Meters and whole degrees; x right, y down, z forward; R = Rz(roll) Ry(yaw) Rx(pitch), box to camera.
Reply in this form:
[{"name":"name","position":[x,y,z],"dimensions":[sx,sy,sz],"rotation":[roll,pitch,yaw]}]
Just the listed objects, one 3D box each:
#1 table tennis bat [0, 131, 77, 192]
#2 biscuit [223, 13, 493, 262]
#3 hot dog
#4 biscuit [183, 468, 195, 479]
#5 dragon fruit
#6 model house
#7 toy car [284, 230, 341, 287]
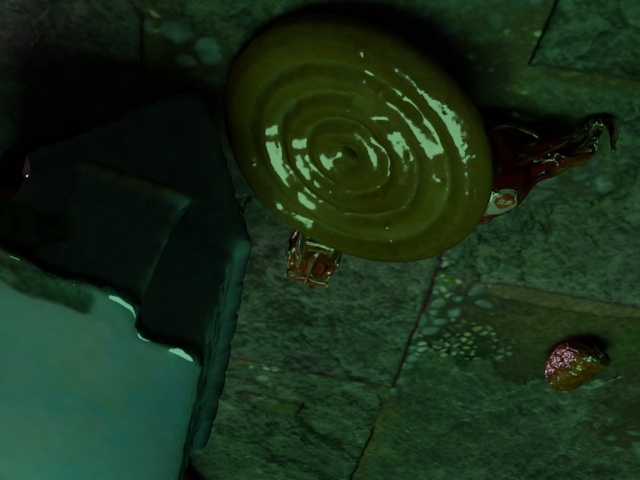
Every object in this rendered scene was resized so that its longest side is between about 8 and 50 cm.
[{"name":"table tennis bat","position":[-0.296,-0.005,1.310],"dimensions":[0.131,0.022,0.234],"rotation":[14,112,-44]},{"name":"biscuit","position":[0.025,-0.081,1.168],"dimensions":[0.262,0.037,0.262],"rotation":[18,136,18]},{"name":"hot dog","position":[0.289,0.140,1.500],"dimensions":[0.058,0.035,0.083],"rotation":[21,142,-18]},{"name":"biscuit","position":[-0.354,0.400,1.857],"dimensions":[0.395,0.166,0.343],"rotation":[-9,137,20]},{"name":"dragon fruit","position":[0.172,-0.069,1.195],"dimensions":[0.190,0.094,0.094],"rotation":[-11,140,17]},{"name":"model house","position":[-0.203,0.030,1.215],"dimensions":[0.297,0.339,0.360],"rotation":[19,134,6]},{"name":"toy car","position":[0.000,0.000,1.360],"dimensions":[0.059,0.035,0.122],"rotation":[16,145,-5]}]
